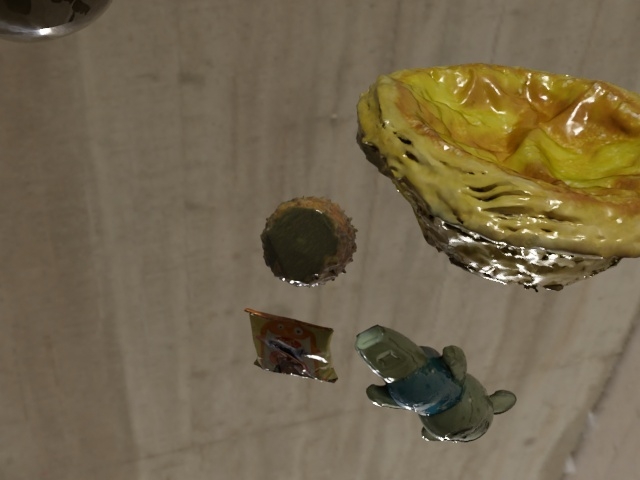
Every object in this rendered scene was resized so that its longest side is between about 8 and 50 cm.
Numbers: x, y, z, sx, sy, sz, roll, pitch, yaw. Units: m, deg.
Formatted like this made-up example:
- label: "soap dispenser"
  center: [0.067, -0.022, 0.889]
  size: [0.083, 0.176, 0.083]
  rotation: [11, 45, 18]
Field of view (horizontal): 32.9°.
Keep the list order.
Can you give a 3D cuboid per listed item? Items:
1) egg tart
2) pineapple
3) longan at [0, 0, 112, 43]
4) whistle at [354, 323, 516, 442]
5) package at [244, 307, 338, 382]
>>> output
- label: "egg tart"
  center: [0.183, -0.056, 0.973]
  size: [0.341, 0.341, 0.132]
  rotation: [-121, -147, -53]
- label: "pineapple"
  center: [0.000, 0.000, 1.236]
  size: [0.197, 0.108, 0.108]
  rotation: [-2, 81, -77]
- label: "longan"
  center: [-0.300, -0.303, 1.093]
  size: [0.248, 0.248, 0.248]
  rotation: [170, -90, -75]
- label: "whistle"
  center: [0.111, 0.151, 1.102]
  size: [0.235, 0.114, 0.077]
  rotation: [41, 29, -44]
- label: "package"
  center: [-0.033, 0.125, 1.284]
  size: [0.121, 0.108, 0.031]
  rotation: [84, 21, -50]
